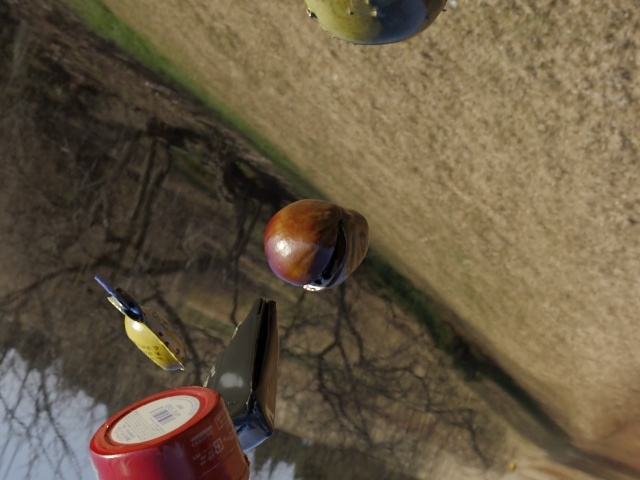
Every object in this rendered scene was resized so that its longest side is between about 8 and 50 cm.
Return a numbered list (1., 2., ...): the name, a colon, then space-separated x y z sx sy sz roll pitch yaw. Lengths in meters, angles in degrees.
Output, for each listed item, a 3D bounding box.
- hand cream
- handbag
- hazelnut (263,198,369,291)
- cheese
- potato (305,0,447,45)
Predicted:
1. hand cream: -0.233 0.335 1.299 0.230 0.149 0.230 -15 -168 3
2. handbag: -0.165 0.283 1.758 0.152 0.288 0.342 16 155 -12
3. hazelnut: 0.000 0.000 1.865 0.252 0.217 0.217 2 -175 -44
4. cheese: -0.291 0.142 1.389 0.156 0.064 0.250 35 163 38
5. potato: 0.071 -0.495 1.379 0.359 0.270 0.219 63 -179 -42
